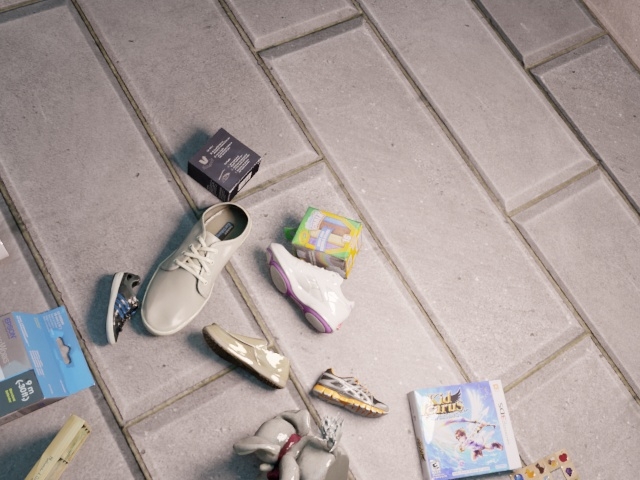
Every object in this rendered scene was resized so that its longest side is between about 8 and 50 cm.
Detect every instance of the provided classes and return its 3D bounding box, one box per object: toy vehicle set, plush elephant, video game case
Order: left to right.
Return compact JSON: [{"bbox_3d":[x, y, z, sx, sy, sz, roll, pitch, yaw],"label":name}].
[{"bbox_3d":[-0.632,0.536,1.518,0.035,0.166,0.266,31,65,1],"label":"toy vehicle set"},{"bbox_3d":[-0.075,0.548,1.613,0.272,0.256,0.329,-4,103,-55],"label":"plush elephant"},{"bbox_3d":[0.396,0.523,1.817,0.270,0.061,0.244,-4,68,-14],"label":"video game case"}]

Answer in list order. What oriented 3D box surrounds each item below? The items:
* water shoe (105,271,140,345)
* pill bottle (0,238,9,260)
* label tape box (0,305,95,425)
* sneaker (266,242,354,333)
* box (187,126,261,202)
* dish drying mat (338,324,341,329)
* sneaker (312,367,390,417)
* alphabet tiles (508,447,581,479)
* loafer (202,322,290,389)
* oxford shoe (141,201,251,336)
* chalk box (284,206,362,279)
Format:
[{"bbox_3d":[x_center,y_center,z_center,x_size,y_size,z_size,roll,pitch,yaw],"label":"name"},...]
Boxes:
[{"bbox_3d":[-0.521,0.178,1.746,0.080,0.073,0.203,6,67,-13],"label":"water shoe"},{"bbox_3d":[-0.925,0.049,1.679,0.222,0.124,0.124,-28,76,-21],"label":"pill bottle"},{"bbox_3d":[-0.765,0.311,1.616,0.334,0.106,0.240,-22,75,-20],"label":"label tape box"},{"bbox_3d":[-0.031,0.117,1.867,0.152,0.114,0.305,-39,85,-26],"label":"sneaker"},{"bbox_3d":[-0.286,-0.222,1.955,0.158,0.093,0.156,38,65,3],"label":"box"},{"bbox_3d":[0.024,0.221,1.888,0.083,0.008,0.032,32,65,1],"label":"dish drying mat"},{"bbox_3d":[0.091,0.415,1.783,0.215,0.084,0.083,24,60,-1],"label":"sneaker"},{"bbox_3d":[0.630,0.714,1.819,0.237,0.009,0.198,-17,73,-18],"label":"alphabet tiles"},{"bbox_3d":[-0.194,0.296,1.762,0.269,0.102,0.092,36,63,-7],"label":"loafer"},{"bbox_3d":[-0.339,0.059,1.809,0.169,0.130,0.449,34,66,1],"label":"oxford shoe"},{"bbox_3d":[0.000,0.000,1.893,0.213,0.132,0.132,19,65,13],"label":"chalk box"}]
